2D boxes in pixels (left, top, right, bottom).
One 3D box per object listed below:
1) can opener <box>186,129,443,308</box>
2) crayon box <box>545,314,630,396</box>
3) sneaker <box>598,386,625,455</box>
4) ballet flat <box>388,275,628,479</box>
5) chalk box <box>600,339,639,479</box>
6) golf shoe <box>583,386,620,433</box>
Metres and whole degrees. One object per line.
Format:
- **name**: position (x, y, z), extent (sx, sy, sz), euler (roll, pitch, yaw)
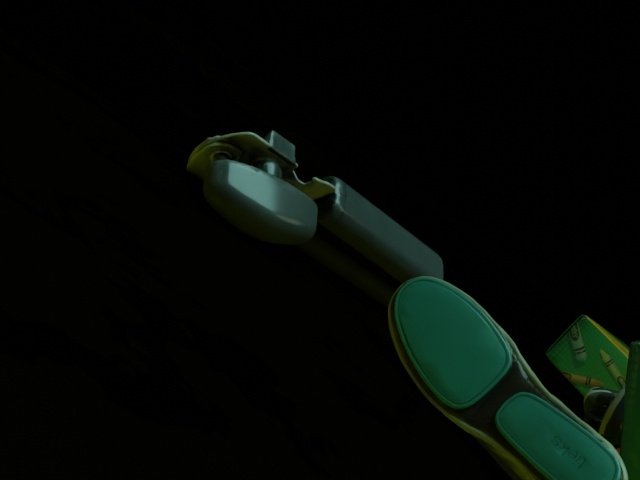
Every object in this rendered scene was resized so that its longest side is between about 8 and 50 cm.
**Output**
- **can opener**: position (0.000, 0.000, 1.039), extent (0.283, 0.076, 0.095), euler (35, 44, -38)
- **crayon box**: position (0.445, 0.235, 1.655), extent (0.165, 0.081, 0.278), euler (30, 15, -51)
- **sneaker**: position (0.434, 0.257, 1.289), extent (0.321, 0.124, 0.180), euler (34, -4, -36)
- **ballet flat**: position (0.140, 0.132, 0.966), extent (0.248, 0.086, 0.086), euler (50, 12, 31)
- **chalk box**: position (0.338, 0.176, 1.037), extent (0.289, 0.179, 0.180), euler (6, -1, 16)
- **golf shoe**: position (0.393, 0.238, 1.462), extent (0.198, 0.077, 0.094), euler (42, 9, -8)
